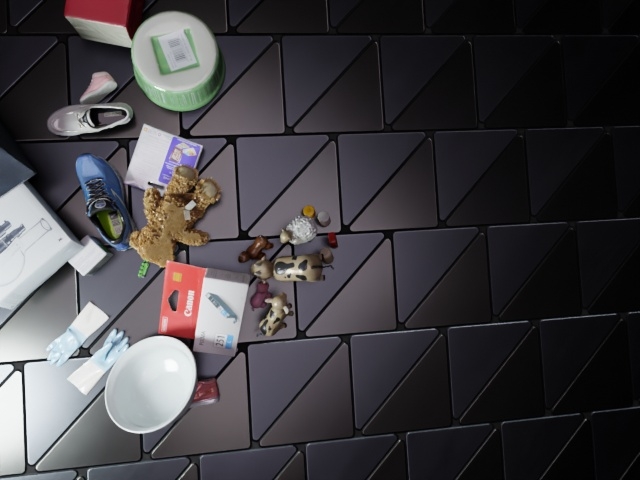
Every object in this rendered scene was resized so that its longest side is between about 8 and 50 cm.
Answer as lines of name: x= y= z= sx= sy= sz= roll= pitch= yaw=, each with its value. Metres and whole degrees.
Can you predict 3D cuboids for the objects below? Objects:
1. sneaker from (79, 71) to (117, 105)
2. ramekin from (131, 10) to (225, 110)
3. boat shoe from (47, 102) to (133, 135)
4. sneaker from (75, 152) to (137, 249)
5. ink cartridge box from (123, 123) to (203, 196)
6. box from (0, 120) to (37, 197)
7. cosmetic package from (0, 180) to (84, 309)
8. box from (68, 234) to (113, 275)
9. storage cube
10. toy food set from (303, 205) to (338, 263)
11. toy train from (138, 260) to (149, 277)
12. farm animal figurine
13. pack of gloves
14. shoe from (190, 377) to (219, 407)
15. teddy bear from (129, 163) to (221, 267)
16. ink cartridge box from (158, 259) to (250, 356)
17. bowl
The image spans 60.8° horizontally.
sneaker: x=-0.737 y=-0.501 z=1.787 sx=0.134 sy=0.051 sz=0.070 roll=-34 pitch=74 yaw=2
ramekin: x=-0.465 y=-0.589 z=1.777 sx=0.303 sy=0.148 sz=0.303 roll=0 pitch=87 yaw=-8
boat shoe: x=-0.742 y=-0.389 z=1.751 sx=0.268 sy=0.088 sz=0.096 roll=-8 pitch=106 yaw=-11
sneaker: x=-0.680 y=-0.128 z=1.727 sx=0.130 sy=0.147 sz=0.330 roll=-25 pitch=91 yaw=-9
ink cartridge box: x=-0.517 y=-0.252 z=1.804 sx=0.206 sy=0.045 sz=0.208 roll=20 pitch=90 yaw=-7
box: x=-1.180 y=-0.272 z=1.535 sx=0.472 sy=0.297 sz=0.480 roll=-38 pitch=78 yaw=-10
cosmetic package: x=-0.956 y=-0.025 z=1.659 sx=0.284 sy=0.097 sz=0.377 roll=-43 pitch=77 yaw=-10
box: x=-0.734 y=0.049 z=1.733 sx=0.087 sy=0.101 sz=0.102 roll=44 pitch=82 yaw=-4
storage cube: x=-0.681 y=-0.751 z=1.736 sx=0.215 sy=0.184 sz=0.193 roll=8 pitch=88 yaw=-9
toy food set: x=0.000 y=0.000 z=1.863 sx=0.111 sy=0.104 sz=0.232 roll=-11 pitch=71 yaw=5
toy train: x=-0.578 y=0.084 z=1.798 sx=0.024 sy=0.017 sz=0.083 roll=18 pitch=85 yaw=-18
farm animal figurine: x=-0.126 y=0.117 z=1.726 sx=0.327 sy=0.172 sz=0.330 roll=-22 pitch=81 yaw=20
pack of gloves: x=-0.749 y=0.347 z=1.747 sx=0.195 sy=0.046 sz=0.232 roll=42 pitch=82 yaw=-5
shoe: x=-0.423 y=0.500 z=1.781 sx=0.178 sy=0.063 sz=0.081 roll=-8 pitch=87 yaw=-14
teddy bear: x=-0.466 y=-0.082 z=1.764 sx=0.245 sy=0.113 sz=0.338 roll=15 pitch=95 yaw=-23
ink cartridge box: x=-0.375 y=0.221 z=1.726 sx=0.261 sy=0.066 sz=0.296 roll=10 pitch=118 yaw=-8
bowl: x=-0.504 y=0.460 z=1.706 sx=0.298 sy=0.134 sz=0.297 roll=-6 pitch=59 yaw=10
